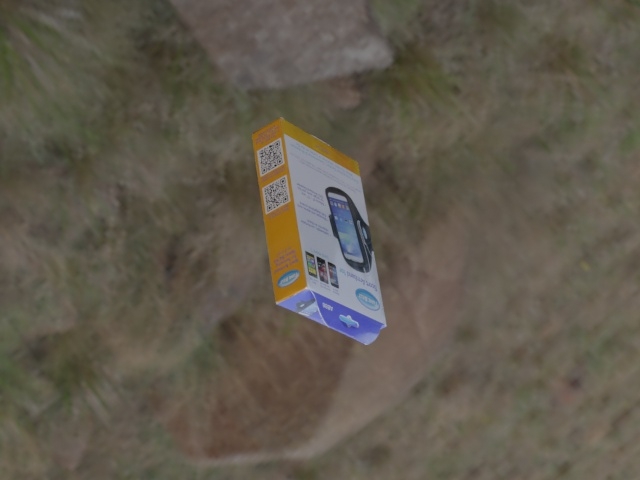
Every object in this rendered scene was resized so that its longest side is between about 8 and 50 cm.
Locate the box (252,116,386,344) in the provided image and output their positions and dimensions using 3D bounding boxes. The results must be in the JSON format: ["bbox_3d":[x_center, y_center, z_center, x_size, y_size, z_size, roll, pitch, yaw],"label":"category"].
[{"bbox_3d":[0.000,0.000,0.900,0.028,0.136,0.081,-25,147,30],"label":"box"}]
